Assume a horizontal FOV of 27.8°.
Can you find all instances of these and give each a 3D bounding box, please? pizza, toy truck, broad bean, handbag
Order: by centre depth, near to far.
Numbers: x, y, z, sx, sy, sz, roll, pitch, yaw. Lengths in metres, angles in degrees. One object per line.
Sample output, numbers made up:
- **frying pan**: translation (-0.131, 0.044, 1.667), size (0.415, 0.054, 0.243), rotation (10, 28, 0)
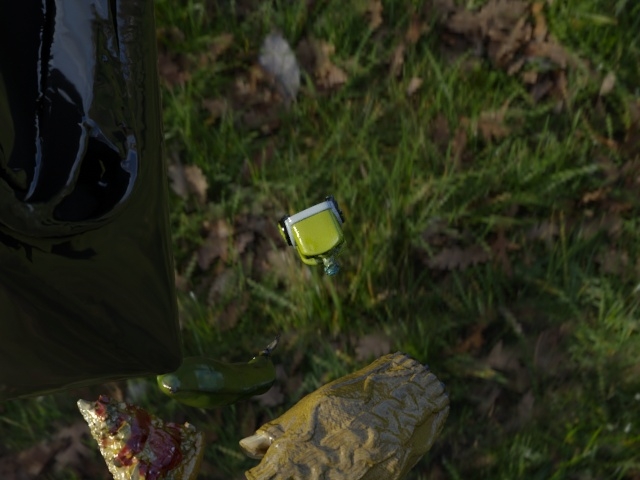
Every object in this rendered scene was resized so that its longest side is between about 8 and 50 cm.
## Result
- **handbag**: translation (-0.132, -0.103, 0.466), size (0.113, 0.285, 0.257), rotation (-11, 57, 15)
- **toy truck**: translation (0.000, 0.000, 1.508), size (0.076, 0.111, 0.077), rotation (-25, 76, 0)
- **broad bean**: translation (-0.111, 0.167, 1.570), size (0.067, 0.325, 0.075), rotation (-40, 76, 14)
- **pizza**: translation (-0.249, 0.276, 1.778), size (0.199, 0.062, 0.188), rotation (41, 34, -9)

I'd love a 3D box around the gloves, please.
- **gloves**: translation (0.028, 0.285, 1.804), size (0.356, 0.155, 0.203), rotation (-38, 70, -26)
